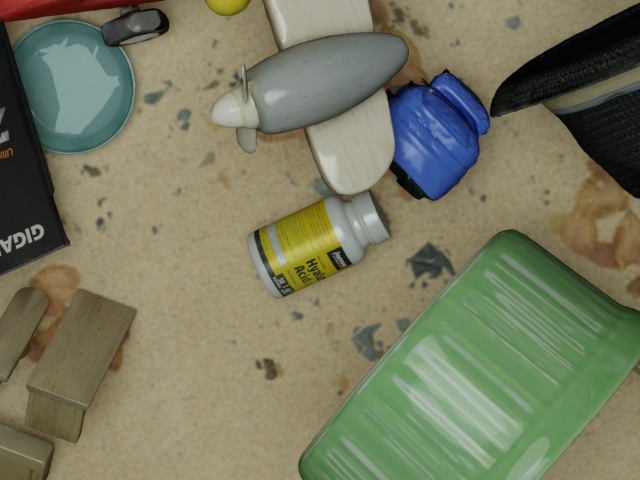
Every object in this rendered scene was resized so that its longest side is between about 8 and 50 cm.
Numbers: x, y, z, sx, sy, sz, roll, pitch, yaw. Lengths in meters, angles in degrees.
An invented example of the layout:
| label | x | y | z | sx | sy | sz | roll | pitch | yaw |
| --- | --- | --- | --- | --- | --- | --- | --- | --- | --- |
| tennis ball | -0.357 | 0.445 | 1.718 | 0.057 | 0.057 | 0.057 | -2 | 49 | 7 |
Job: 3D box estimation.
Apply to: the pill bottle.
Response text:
| label | x | y | z | sx | sy | sz | roll | pitch | yaw |
| --- | --- | --- | --- | --- | --- | --- | --- | --- | --- |
| pill bottle | 0.000 | 0.000 | 1.515 | 0.116 | 0.065 | 0.065 | -25 | 96 | 9 |

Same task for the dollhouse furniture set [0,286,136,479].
| label | x | y | z | sx | sy | sz | roll | pitch | yaw |
| --- | --- | --- | --- | --- | --- | --- | --- | --- | --- |
| dollhouse furniture set | -0.266 | 0.128 | 1.580 | 0.144 | 0.123 | 0.151 | 20 | 135 | 2 |

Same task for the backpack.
| label | x | y | z | sx | sy | sz | roll | pitch | yaw |
| --- | --- | --- | --- | --- | --- | --- | --- | --- | --- |
| backpack | 0.090 | -0.092 | 1.464 | 0.098 | 0.120 | 0.101 | 41 | 100 | -1 |

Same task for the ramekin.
| label | x | y | z | sx | sy | sz | roll | pitch | yaw |
| --- | --- | --- | --- | --- | --- | --- | --- | --- | --- |
| ramekin | 0.119 | 0.134 | 1.414 | 0.148 | 0.303 | 0.303 | 42 | 100 | 6 |

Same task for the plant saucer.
| label | x | y | z | sx | sy | sz | roll | pitch | yaw |
| --- | --- | --- | --- | --- | --- | --- | --- | --- | --- |
| plant saucer | -0.221 | -0.136 | 1.537 | 0.119 | 0.021 | 0.119 | 1 | 98 | 5 |

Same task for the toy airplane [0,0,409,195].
| label | x | y | z | sx | sy | sz | roll | pitch | yaw |
| --- | --- | --- | --- | --- | --- | --- | --- | --- | --- |
| toy airplane | -0.048 | -0.275 | 1.362 | 0.386 | 0.272 | 0.384 | 29 | 98 | 6 |

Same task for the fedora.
| label | x | y | z | sx | sy | sz | roll | pitch | yaw |
| --- | --- | --- | --- | --- | --- | --- | --- | --- | --- |
| fedora | 0.298 | -0.116 | 1.338 | 0.334 | 0.334 | 0.152 | -26 | 96 | 9 |

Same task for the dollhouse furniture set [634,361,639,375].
| label | x | y | z | sx | sy | sz | roll | pitch | yaw |
| --- | --- | --- | --- | --- | --- | --- | --- | --- | --- |
| dollhouse furniture set | 0.380 | 0.011 | 1.403 | 0.135 | 0.262 | 0.259 | 43 | 67 | 0 |

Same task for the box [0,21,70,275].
| label | x | y | z | sx | sy | sz | roll | pitch | yaw |
| --- | --- | --- | --- | --- | --- | --- | --- | --- | --- |
| box | -0.377 | -0.080 | 1.427 | 0.073 | 0.296 | 0.293 | -1 | 109 | 49 |
